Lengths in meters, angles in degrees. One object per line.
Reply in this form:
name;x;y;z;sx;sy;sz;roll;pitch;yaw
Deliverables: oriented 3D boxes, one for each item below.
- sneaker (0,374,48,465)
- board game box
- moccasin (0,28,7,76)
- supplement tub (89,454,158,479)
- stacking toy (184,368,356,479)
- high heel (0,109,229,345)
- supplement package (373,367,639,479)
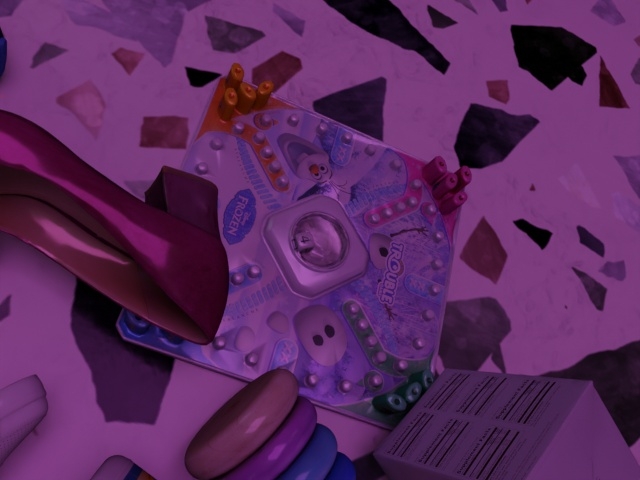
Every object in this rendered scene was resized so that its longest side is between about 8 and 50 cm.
sneaker;-0.330;0.263;0.538;0.292;0.108;0.169;-39;88;-20
board game box;0.000;0.000;0.802;0.389;0.050;0.390;22;62;-12
moccasin;-0.521;-0.215;0.658;0.341;0.137;0.117;-8;67;-39
supplement tub;-0.152;0.306;0.561;0.199;0.144;0.144;39;60;-3
stacking toy;0.016;0.296;0.650;0.330;0.141;0.141;50;60;-4
high heel;-0.261;-0.008;0.587;0.376;0.127;0.182;8;56;-25
supplement package;0.204;0.259;0.659;0.149;0.203;0.194;-40;104;-29
